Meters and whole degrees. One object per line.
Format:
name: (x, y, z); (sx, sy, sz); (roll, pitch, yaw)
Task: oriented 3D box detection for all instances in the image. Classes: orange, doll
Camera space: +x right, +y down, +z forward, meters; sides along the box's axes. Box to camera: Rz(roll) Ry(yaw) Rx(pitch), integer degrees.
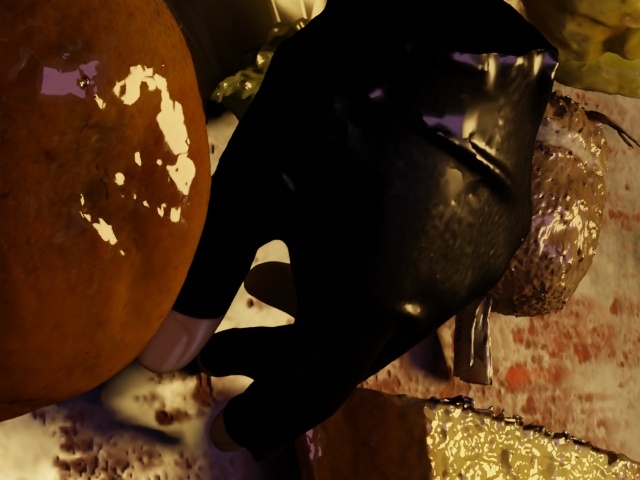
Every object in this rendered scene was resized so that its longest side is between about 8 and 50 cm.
orange: (-0.161, -0.037, 0.860); (0.183, 0.249, 0.249); (-64, 132, -66)
doll: (0.134, -0.009, 1.288); (0.105, 0.115, 0.221); (55, 52, -39)

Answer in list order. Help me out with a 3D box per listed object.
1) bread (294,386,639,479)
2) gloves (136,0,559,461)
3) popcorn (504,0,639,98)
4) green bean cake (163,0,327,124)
bread: (0.084, 0.169, 1.169); (0.260, 0.129, 0.134); (17, 76, -45)
gloves: (0.005, 0.001, 1.003); (0.197, 0.301, 0.152); (-3, 53, -38)
popcorn: (0.189, -0.241, 1.295); (0.282, 0.247, 0.282); (40, 43, -51)
green bean cake: (-0.089, -0.131, 1.036); (0.236, 0.124, 0.233); (-42, 113, -46)
